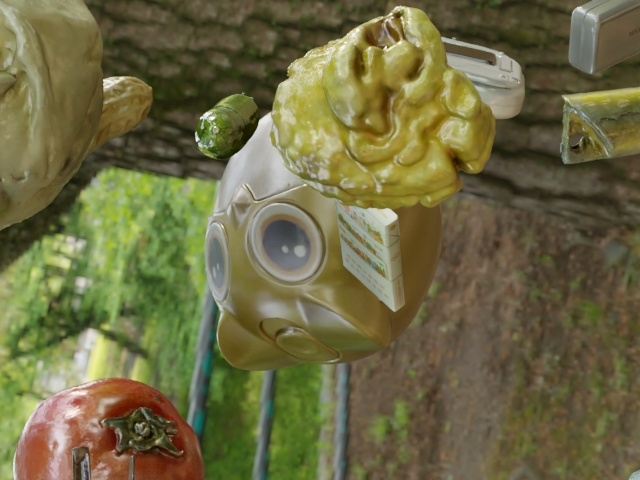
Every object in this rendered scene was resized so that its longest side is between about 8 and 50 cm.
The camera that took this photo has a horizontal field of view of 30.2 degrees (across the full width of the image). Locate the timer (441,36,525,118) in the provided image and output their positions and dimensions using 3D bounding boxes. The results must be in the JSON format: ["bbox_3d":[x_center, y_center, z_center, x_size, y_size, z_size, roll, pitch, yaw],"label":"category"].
[{"bbox_3d":[0.236,-0.298,2.120,0.237,0.261,0.087,-70,-8,-65],"label":"timer"}]

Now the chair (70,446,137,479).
[{"bbox_3d":[-0.339,0.475,1.670,0.183,0.175,0.327,-26,61,31],"label":"chair"}]

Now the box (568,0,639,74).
[{"bbox_3d":[0.479,-0.338,1.797,0.055,0.243,0.103,36,143,41],"label":"box"}]

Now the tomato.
[{"bbox_3d":[-0.366,0.412,2.065,0.290,0.325,0.293,-49,49,31],"label":"tomato"}]

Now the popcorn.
[{"bbox_3d":[0.058,-0.128,1.201,0.200,0.226,0.203,-47,-21,-6],"label":"popcorn"}]

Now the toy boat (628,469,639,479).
[{"bbox_3d":[0.538,0.406,1.806,0.290,0.100,0.199,-48,30,37],"label":"toy boat"}]

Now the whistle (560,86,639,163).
[{"bbox_3d":[0.376,-0.124,1.149,0.057,0.326,0.068,-136,40,-61],"label":"whistle"}]

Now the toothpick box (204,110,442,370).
[{"bbox_3d":[0.000,0.000,2.037,0.409,0.408,0.426,124,160,-59],"label":"toothpick box"}]

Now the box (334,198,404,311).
[{"bbox_3d":[0.070,0.002,1.712,0.122,0.032,0.220,44,160,30],"label":"box"}]

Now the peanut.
[{"bbox_3d":[-0.314,-0.169,1.618,0.083,0.194,0.093,51,159,16],"label":"peanut"}]

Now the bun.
[{"bbox_3d":[-0.399,-0.184,1.382,0.219,0.365,0.365,13,90,51],"label":"bun"}]

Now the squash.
[{"bbox_3d":[-0.120,-0.147,1.535,0.258,0.069,0.069,-69,-5,-76],"label":"squash"}]
